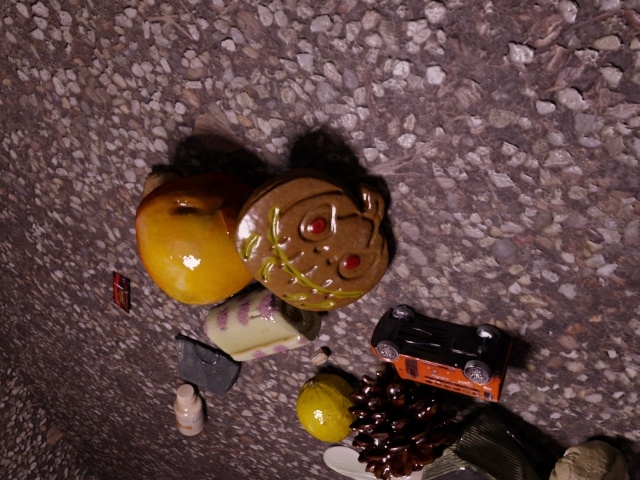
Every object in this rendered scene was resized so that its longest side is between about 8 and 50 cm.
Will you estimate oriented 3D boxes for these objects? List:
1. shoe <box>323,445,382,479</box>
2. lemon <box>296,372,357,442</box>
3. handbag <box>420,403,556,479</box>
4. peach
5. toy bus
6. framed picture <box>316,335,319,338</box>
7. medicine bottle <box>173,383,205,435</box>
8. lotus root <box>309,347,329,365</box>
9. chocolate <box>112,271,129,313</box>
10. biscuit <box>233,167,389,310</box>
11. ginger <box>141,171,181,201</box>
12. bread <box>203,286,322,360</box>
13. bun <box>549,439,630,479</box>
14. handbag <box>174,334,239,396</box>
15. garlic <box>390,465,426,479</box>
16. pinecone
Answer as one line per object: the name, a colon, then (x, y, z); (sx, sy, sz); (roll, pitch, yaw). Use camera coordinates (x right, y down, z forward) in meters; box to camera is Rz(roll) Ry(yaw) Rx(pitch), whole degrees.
shoe: (0.138, 0.811, 2.104); (0.264, 0.095, 0.110); (10, 133, 22)
lemon: (0.024, 0.510, 1.829); (0.192, 0.192, 0.231); (-13, 123, 40)
handbag: (0.461, 0.623, 1.618); (0.340, 0.240, 0.247); (40, 135, -6)
peach: (-0.283, -0.007, 1.483); (0.372, 0.290, 0.373); (14, 132, 17)
toy bus: (0.294, 0.282, 1.487); (0.329, 0.143, 0.153); (10, 133, 23)
framed picture: (-0.047, 0.258, 1.783); (0.066, 0.007, 0.089); (-4, 125, 35)
medicine bottle: (-0.524, 0.667, 2.383); (0.114, 0.114, 0.252); (20, 135, 17)
lotus root: (0.001, 0.351, 1.819); (0.037, 0.030, 0.083); (34, 140, -9)
chocolate: (-0.706, 0.187, 2.127); (0.086, 0.028, 0.183); (30, 137, 16)
biscuit: (0.002, 0.005, 1.355); (0.350, 0.070, 0.394); (-40, 124, 18)
ginger: (-0.438, -0.132, 1.634); (0.095, 0.069, 0.190); (21, 140, -17)
bread: (-0.173, 0.233, 1.733); (0.338, 0.155, 0.187); (-24, 120, 41)
bun: (0.657, 0.631, 1.499); (0.152, 0.259, 0.259); (11, 134, 42)
handbag: (-0.406, 0.444, 2.137); (0.270, 0.089, 0.175); (19, 127, 17)
garlic: (0.318, 0.735, 1.847); (0.253, 0.245, 0.245); (11, 137, -7)
pinecone: (0.209, 0.468, 1.598); (0.298, 0.296, 0.242); (-22, 159, 12)
